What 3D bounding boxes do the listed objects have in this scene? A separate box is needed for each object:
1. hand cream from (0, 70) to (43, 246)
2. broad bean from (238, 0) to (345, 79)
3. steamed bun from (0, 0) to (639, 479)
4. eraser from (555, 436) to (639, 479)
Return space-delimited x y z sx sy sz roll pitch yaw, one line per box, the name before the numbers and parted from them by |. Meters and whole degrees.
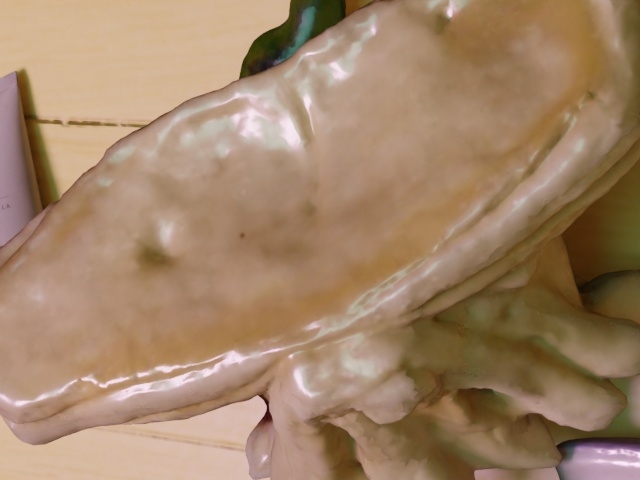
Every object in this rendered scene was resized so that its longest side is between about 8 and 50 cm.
hand cream | -0.210 -0.010 1.236 0.087 0.054 0.186 -23 76 27
broad bean | 0.000 0.000 1.107 0.144 0.049 0.292 -21 86 26
steamed bun | 0.030 0.031 0.996 0.428 0.189 0.247 -33 51 12
eraser | 0.244 0.194 0.961 0.243 0.059 0.204 -9 89 36
